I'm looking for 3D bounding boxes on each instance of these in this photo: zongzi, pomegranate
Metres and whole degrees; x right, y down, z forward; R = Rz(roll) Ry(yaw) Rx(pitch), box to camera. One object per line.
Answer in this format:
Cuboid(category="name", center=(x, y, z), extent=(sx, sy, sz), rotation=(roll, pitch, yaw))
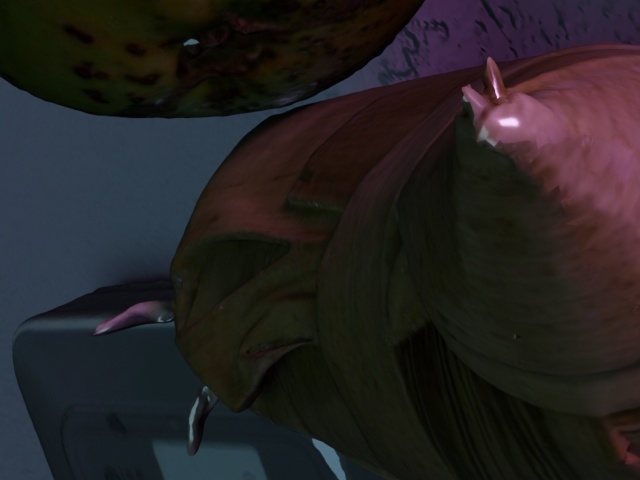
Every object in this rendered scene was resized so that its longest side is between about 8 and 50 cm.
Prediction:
Cuboid(category="zongzi", center=(0.007, -0.021, 0.789), extent=(0.500, 0.218, 0.467), rotation=(13, 166, 39))
Cuboid(category="pomegranate", center=(-0.071, -0.228, 0.925), extent=(0.285, 0.285, 0.340), rotation=(122, 143, -49))

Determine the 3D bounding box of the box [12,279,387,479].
Cuboid(category="box", center=(-0.017, 0.214, 1.238), extent=(0.396, 0.111, 0.396), rotation=(-6, 107, 48))
